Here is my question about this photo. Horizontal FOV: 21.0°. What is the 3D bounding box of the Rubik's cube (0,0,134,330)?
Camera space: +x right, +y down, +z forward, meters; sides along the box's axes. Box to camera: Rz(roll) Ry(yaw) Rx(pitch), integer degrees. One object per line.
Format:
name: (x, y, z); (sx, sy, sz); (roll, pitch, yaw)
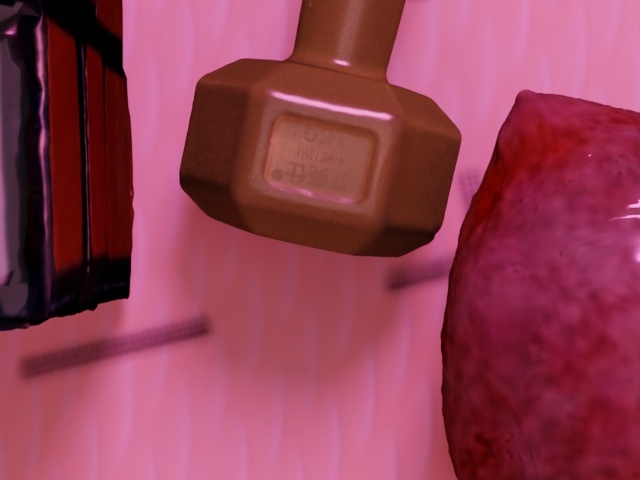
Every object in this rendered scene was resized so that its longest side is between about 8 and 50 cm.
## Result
Rubik's cube: (-0.224, -0.108, 0.658); (0.289, 0.283, 0.293); (1, 88, 1)

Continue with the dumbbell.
dumbbell: (0.024, -0.146, 0.744); (0.121, 0.108, 0.301); (13, 91, 0)

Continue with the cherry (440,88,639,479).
cherry: (0.137, 0.050, 0.720); (0.192, 0.175, 0.249); (-23, 93, 14)
